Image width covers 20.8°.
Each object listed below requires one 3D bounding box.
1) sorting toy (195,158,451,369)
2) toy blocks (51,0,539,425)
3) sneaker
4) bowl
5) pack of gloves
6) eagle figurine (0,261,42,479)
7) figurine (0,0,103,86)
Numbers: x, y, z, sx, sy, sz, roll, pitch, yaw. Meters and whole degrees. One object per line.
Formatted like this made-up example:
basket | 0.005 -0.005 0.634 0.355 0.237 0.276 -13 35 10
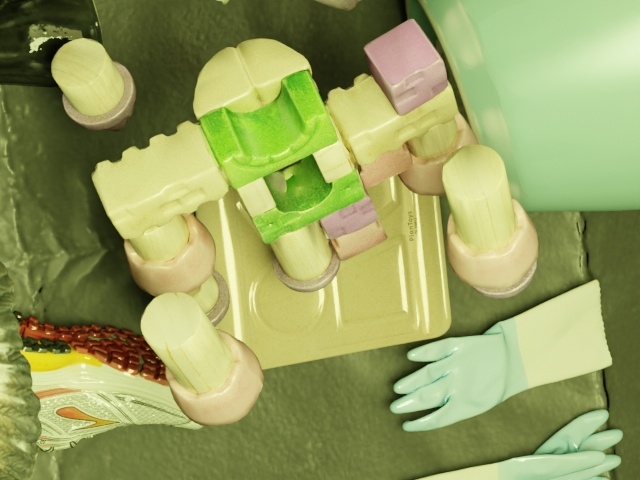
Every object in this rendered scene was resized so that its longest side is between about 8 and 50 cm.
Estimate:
sorting toy | 0.000 0.000 1.442 0.208 0.038 0.193 -8 96 -20
toy blocks | -0.016 -0.041 1.291 0.288 0.260 0.309 -26 62 0
sneaker | -0.189 0.115 1.341 0.225 0.088 0.093 13 107 -25
bowl | 0.173 -0.146 1.393 0.163 0.311 0.311 -20 102 -3
pack of gloves | 0.173 0.161 1.510 0.232 0.046 0.195 -18 108 -25
eagle figurine | -0.322 0.055 1.189 0.226 0.225 0.298 -14 61 1
figurine | -0.278 -0.210 1.268 0.209 0.092 0.215 -9 95 -24
